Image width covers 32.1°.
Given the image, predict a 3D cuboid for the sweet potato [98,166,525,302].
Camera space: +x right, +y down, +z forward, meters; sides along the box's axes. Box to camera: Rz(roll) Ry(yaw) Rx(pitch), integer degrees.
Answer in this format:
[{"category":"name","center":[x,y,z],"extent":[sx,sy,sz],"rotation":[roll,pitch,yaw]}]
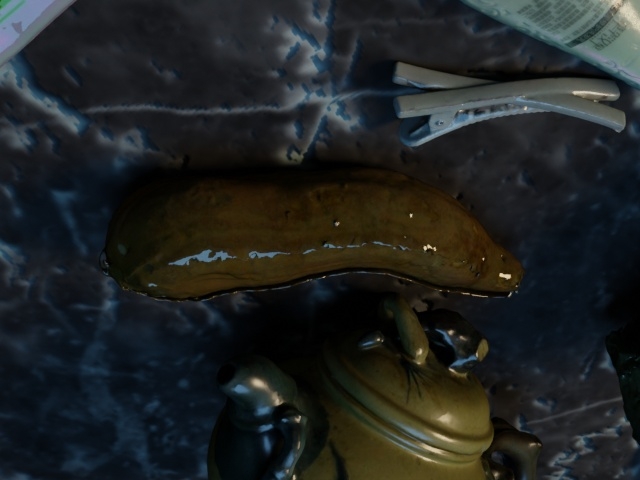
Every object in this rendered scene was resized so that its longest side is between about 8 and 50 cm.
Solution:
[{"category":"sweet potato","center":[0.003,-0.003,0.582],"extent":[0.233,0.062,0.081],"rotation":[2,151,-12]}]

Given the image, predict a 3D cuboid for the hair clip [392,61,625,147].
[{"category":"hair clip","center":[0.091,-0.065,0.547],"extent":[0.115,0.030,0.039],"rotation":[1,155,-3]}]

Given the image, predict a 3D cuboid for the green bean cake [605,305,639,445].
[{"category":"green bean cake","center":[0.258,0.015,0.589],"extent":[0.193,0.107,0.208],"rotation":[-5,136,4]}]

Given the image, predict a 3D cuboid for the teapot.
[{"category":"teapot","center":[0.042,0.121,0.656],"extent":[0.269,0.173,0.182],"rotation":[18,107,-36]}]

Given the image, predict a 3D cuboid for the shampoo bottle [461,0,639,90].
[{"category":"shampoo bottle","center":[0.112,-0.110,0.489],"extent":[0.190,0.041,0.069],"rotation":[26,123,-29]}]

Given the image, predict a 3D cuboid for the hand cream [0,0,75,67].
[{"category":"hand cream","center":[-0.195,-0.076,0.482],"extent":[0.275,0.050,0.079],"rotation":[-37,155,15]}]
